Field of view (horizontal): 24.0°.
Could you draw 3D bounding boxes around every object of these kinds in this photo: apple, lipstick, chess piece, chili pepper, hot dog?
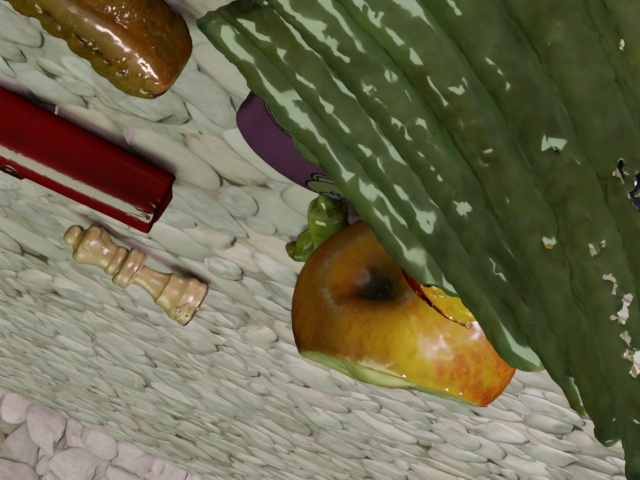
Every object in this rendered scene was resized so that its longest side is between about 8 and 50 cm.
[{"bbox_3d":[0.074,0.058,1.218,0.195,0.160,0.173,16,156,32],"label":"apple"},{"bbox_3d":[-0.270,-0.092,1.410,0.279,0.073,0.073,26,162,-4],"label":"lipstick"},{"bbox_3d":[-0.212,0.032,1.706,0.172,0.060,0.060,32,161,-11],"label":"chess piece"},{"bbox_3d":[0.001,0.001,1.353,0.049,0.043,0.208,14,163,-5],"label":"chili pepper"},{"bbox_3d":[-0.197,-0.198,1.018,0.289,0.083,0.068,41,175,-39],"label":"hot dog"}]

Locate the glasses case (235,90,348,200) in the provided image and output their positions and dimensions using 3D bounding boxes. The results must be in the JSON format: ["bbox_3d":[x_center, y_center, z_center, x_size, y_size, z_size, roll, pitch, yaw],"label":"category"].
[{"bbox_3d":[0.032,-0.092,0.995,0.123,0.076,0.316,31,161,-11],"label":"glasses case"}]

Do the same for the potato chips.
[{"bbox_3d":[0.076,-0.060,0.759,0.389,0.097,0.373,47,153,21],"label":"potato chips"}]

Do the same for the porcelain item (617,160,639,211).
[{"bbox_3d":[0.248,-0.017,0.866,0.186,0.138,0.288,34,175,38],"label":"porcelain item"}]

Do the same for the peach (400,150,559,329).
[{"bbox_3d":[0.114,-0.018,1.009,0.092,0.127,0.172,34,156,-15],"label":"peach"}]
